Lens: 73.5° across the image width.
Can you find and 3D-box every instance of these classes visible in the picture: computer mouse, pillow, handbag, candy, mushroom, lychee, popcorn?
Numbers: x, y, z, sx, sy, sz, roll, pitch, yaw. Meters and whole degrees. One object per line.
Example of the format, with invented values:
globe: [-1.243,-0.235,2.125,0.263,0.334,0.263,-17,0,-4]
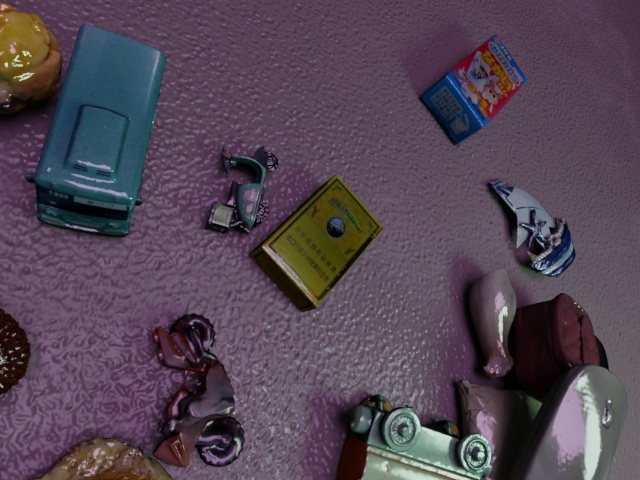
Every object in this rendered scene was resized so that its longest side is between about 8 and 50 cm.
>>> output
computer mouse: [0.451,0.382,0.757,0.197,0.095,0.331,29,83,-22]
pillow: [0.391,0.432,0.846,0.280,0.076,0.274,16,65,-25]
handbag: [0.511,0.232,0.924,0.146,0.135,0.225,39,46,-14]
candy: [0.402,-0.393,1.105,0.157,0.100,0.306,51,56,-6]
mushroom: [0.374,0.174,0.910,0.116,0.093,0.225,30,54,-42]
lychee: [-0.394,0.126,0.470,0.123,0.123,0.129,-58,133,-30]
popcorn: [-0.429,-0.235,0.549,0.167,0.148,0.152,-14,59,-43]

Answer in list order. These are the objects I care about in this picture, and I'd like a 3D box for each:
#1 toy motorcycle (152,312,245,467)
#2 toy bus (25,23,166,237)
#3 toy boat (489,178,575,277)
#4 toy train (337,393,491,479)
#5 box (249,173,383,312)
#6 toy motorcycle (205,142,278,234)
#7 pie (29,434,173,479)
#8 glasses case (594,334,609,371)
toy motorcycle: [-0.181,0.209,0.585,0.118,0.084,0.213,-11,73,-31]
toy bus: [-0.299,-0.147,0.592,0.128,0.147,0.256,12,68,-24]
toy boat: [0.533,-0.026,1.086,0.291,0.070,0.210,30,57,-15]
toy train: [0.158,0.375,0.713,0.285,0.116,0.177,25,74,-18]
box: [0.000,0.000,0.767,0.141,0.064,0.220,49,56,-7]
toy motorcycle: [-0.130,-0.091,0.726,0.100,0.058,0.173,17,69,-19]
pie: [-0.272,0.397,0.469,0.308,0.085,0.308,9,71,-27]
glasses case: [0.604,0.364,0.987,0.122,0.082,0.321,29,63,-18]
